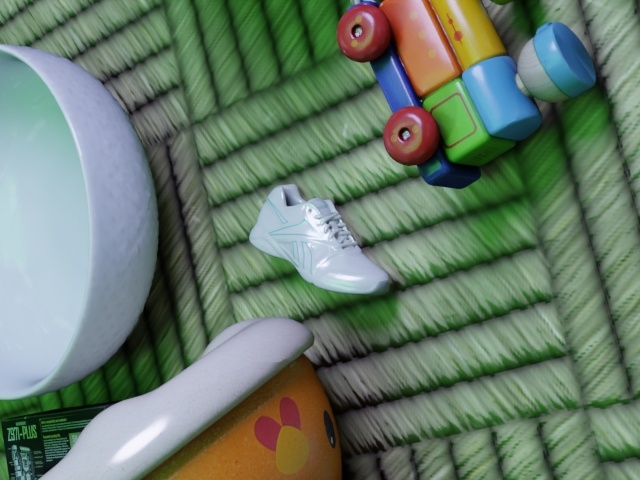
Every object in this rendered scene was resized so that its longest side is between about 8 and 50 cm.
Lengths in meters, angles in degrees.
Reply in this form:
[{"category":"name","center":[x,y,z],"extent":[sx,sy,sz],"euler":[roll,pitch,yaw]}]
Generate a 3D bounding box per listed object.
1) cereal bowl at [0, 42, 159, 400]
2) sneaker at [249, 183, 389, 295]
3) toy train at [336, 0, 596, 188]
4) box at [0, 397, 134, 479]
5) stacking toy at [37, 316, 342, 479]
[{"category":"cereal bowl","center":[-0.272,-0.019,1.187],"extent":[0.339,0.141,0.339],"euler":[3,95,41]},{"category":"sneaker","center":[0.000,0.000,1.005],"extent":[0.152,0.053,0.061],"euler":[30,110,37]},{"category":"toy train","center":[0.091,-0.176,0.886],"extent":[0.143,0.105,0.248],"euler":[-31,72,28]},{"category":"box","center":[-0.231,0.240,1.212],"extent":[0.180,0.077,0.147],"euler":[-14,84,41]},{"category":"stacking toy","center":[-0.027,0.332,0.950],"extent":[0.350,0.350,0.480],"euler":[-40,87,36]}]
